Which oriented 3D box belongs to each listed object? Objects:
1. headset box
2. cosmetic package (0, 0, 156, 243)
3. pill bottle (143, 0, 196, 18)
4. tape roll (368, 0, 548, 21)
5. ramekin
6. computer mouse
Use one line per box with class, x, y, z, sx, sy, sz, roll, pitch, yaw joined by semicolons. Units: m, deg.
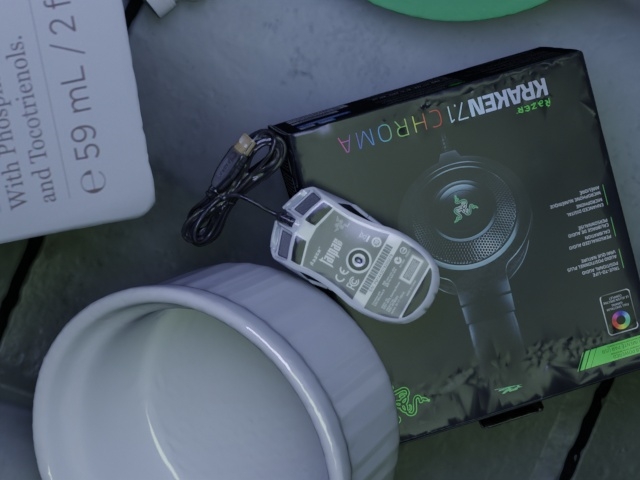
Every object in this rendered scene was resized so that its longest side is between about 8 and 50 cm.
headset box;0.116;0.011;1.491;0.246;0.131;0.283;-16;99;-6
cosmetic package;-0.343;-0.193;1.249;0.394;0.327;0.329;-11;124;-7
pill bottle;-0.097;-0.233;1.461;0.120;0.067;0.067;-40;101;-2
tape roll;0.109;-0.334;1.430;0.321;0.077;0.321;0;111;1
ramekin;-0.073;0.150;1.420;0.277;0.135;0.277;10;111;28
computer mouse;0.000;0.000;1.390;0.193;0.042;0.106;31;93;0
